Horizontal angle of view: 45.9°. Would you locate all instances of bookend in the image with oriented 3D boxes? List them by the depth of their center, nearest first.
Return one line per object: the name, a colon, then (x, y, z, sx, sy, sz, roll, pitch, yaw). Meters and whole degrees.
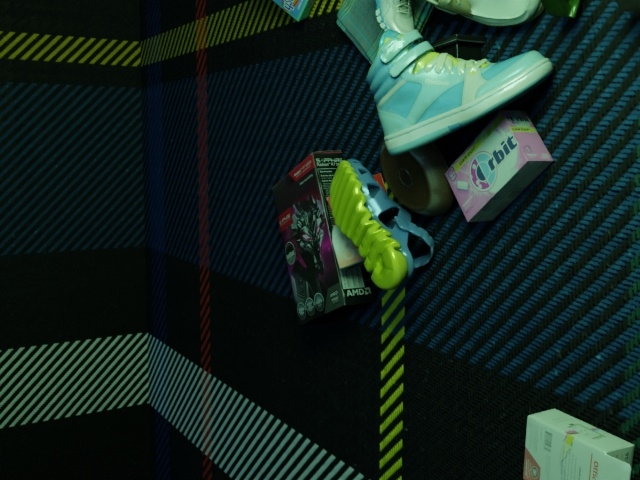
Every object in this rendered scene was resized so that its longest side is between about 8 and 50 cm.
bookend: (0.229, -0.283, 1.392, 0.156, 0.072, 0.157, 2, 96, 59)

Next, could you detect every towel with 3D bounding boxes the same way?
towel: (0.155, -0.531, 1.521, 0.271, 0.040, 0.370, 61, 141, 35)

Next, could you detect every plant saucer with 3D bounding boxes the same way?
plant saucer: (0.175, -0.128, 1.460, 0.198, 0.036, 0.198, 44, 152, 30)

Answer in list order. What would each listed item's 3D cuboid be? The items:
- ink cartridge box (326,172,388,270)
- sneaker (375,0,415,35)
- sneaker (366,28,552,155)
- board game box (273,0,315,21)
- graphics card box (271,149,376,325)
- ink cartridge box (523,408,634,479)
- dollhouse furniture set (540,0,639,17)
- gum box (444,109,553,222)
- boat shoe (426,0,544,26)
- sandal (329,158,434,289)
ink cartridge box: (0.088, -0.042, 1.623, 0.145, 0.045, 0.179, -24, 73, 24)
sneaker: (0.147, -0.467, 1.445, 0.083, 0.071, 0.190, -40, 60, 45)
sneaker: (0.208, -0.289, 1.266, 0.319, 0.127, 0.208, -23, 93, 33)
board game box: (-0.090, -0.656, 1.812, 0.210, 0.047, 0.160, 41, 136, 8)
graphics card box: (0.000, 0.000, 1.790, 0.233, 0.094, 0.370, -32, 67, 56)
ink cartridge box: (0.410, 0.351, 1.165, 0.198, 0.067, 0.115, 19, 110, 59)
dollhouse furniture set: (0.428, -0.478, 1.044, 0.198, 0.151, 0.301, 17, 91, 36)
gum box: (0.299, -0.122, 1.299, 0.188, 0.062, 0.107, -53, 49, 48)
boat shoe: (0.242, -0.434, 1.294, 0.302, 0.103, 0.113, 31, 123, 43)
sandal: (0.123, -0.038, 1.526, 0.317, 0.138, 0.126, 63, 147, 29)
